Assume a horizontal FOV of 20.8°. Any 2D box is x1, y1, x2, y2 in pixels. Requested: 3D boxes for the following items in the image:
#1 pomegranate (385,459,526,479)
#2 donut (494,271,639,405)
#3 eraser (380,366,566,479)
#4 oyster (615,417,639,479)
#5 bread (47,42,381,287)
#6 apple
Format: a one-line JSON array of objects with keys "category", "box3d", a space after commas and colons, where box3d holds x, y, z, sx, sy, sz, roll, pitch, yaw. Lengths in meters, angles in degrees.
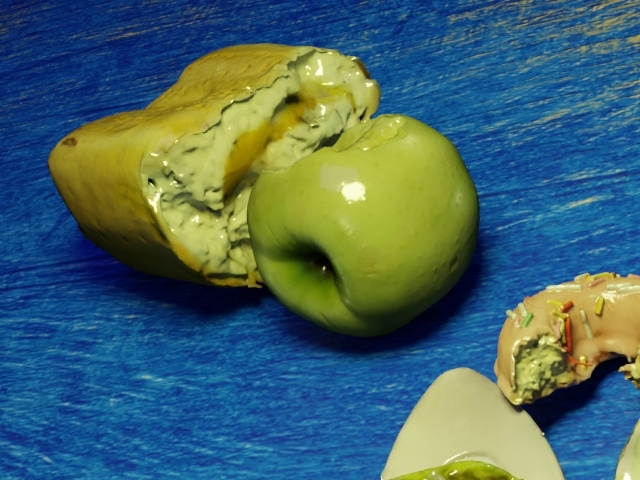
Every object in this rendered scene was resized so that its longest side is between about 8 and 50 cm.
[{"category": "pomegranate", "box3d": [0.121, 0.373, 1.466, 0.310, 0.216, 0.358, 10, 76, 43]}, {"category": "donut", "box3d": [0.297, 0.099, 1.802, 0.233, 0.085, 0.199, -1, 25, 18]}, {"category": "eraser", "box3d": [0.151, 0.227, 1.779, 0.204, 0.059, 0.243, -18, 35, 14]}, {"category": "oyster", "box3d": [0.343, 0.202, 1.636, 0.191, 0.081, 0.163, -63, 15, -3]}, {"category": "bread", "box3d": [-0.142, -0.090, 2.286, 0.361, 0.250, 0.394, -34, 20, -29]}, {"category": "apple", "box3d": [0.057, -0.020, 2.041, 0.279, 0.279, 0.279, -19, 32, 12]}]
